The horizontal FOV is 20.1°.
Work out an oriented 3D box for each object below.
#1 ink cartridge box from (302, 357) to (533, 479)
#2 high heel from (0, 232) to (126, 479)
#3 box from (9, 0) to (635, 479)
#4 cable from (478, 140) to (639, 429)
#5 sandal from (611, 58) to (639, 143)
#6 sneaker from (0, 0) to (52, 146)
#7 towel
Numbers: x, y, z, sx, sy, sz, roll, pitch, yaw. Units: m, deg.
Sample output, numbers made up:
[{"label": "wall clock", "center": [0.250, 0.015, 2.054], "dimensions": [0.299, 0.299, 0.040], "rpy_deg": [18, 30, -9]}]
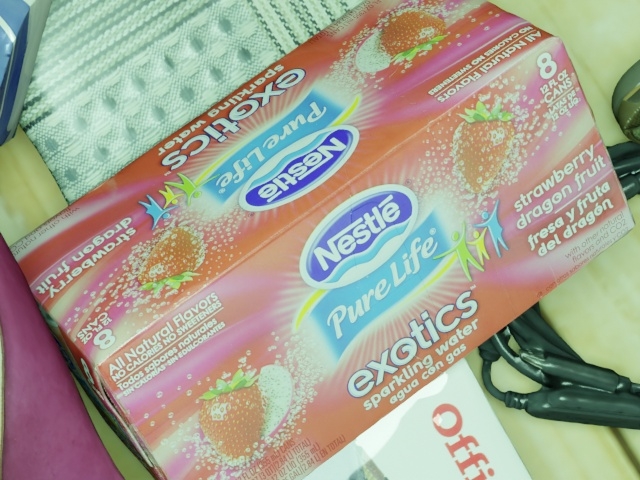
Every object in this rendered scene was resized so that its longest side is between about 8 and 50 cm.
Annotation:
[{"label": "ink cartridge box", "center": [0.003, 0.179, 0.886], "dimensions": [0.237, 0.100, 0.172], "rpy_deg": [-30, 93, -5]}, {"label": "high heel", "center": [-0.117, 0.124, 0.788], "dimensions": [0.127, 0.181, 0.377], "rpy_deg": [-20, 79, 25]}, {"label": "box", "center": [0.000, 0.000, 0.844], "dimensions": [0.257, 0.128, 0.122], "rpy_deg": [-35, 125, -11]}, {"label": "cable", "center": [0.174, 0.025, 0.938], "dimensions": [0.185, 0.047, 0.150], "rpy_deg": [5, 83, -2]}, {"label": "sandal", "center": [0.227, -0.135, 0.932], "dimensions": [0.219, 0.090, 0.060], "rpy_deg": [-40, 59, -4]}, {"label": "sneaker", "center": [-0.294, -0.102, 0.799], "dimensions": [0.316, 0.182, 0.127], "rpy_deg": [24, 126, 9]}, {"label": "towel", "center": [-0.066, -0.224, 0.888], "dimensions": [0.324, 0.056, 0.312], "rpy_deg": [-34, 98, -9]}]
